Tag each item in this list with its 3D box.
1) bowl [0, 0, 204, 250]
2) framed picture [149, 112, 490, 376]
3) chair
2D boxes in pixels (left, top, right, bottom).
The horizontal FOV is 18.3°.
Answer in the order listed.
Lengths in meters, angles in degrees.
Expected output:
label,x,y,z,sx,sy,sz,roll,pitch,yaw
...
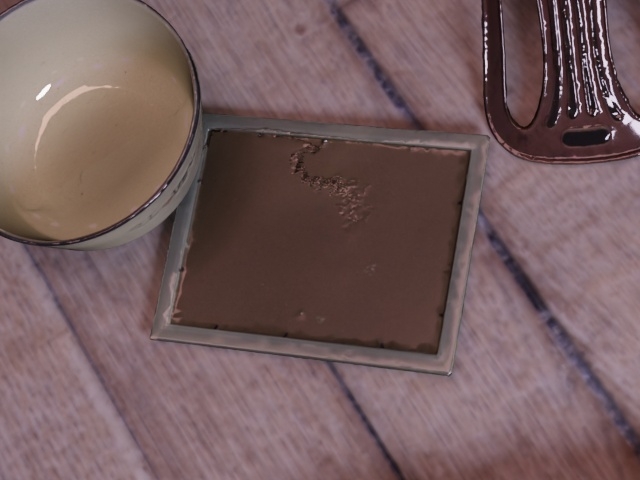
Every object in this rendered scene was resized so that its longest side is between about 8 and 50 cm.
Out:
label,x,y,z,sx,sy,sz,roll,pitch,yaw
bowl,-0.202,-0.090,1.739,0.238,0.126,0.237,-5,71,14
framed picture,0.000,0.000,1.716,0.273,0.016,0.216,7,75,17
chair,0.216,-0.250,1.689,0.176,0.183,0.326,-3,116,13
